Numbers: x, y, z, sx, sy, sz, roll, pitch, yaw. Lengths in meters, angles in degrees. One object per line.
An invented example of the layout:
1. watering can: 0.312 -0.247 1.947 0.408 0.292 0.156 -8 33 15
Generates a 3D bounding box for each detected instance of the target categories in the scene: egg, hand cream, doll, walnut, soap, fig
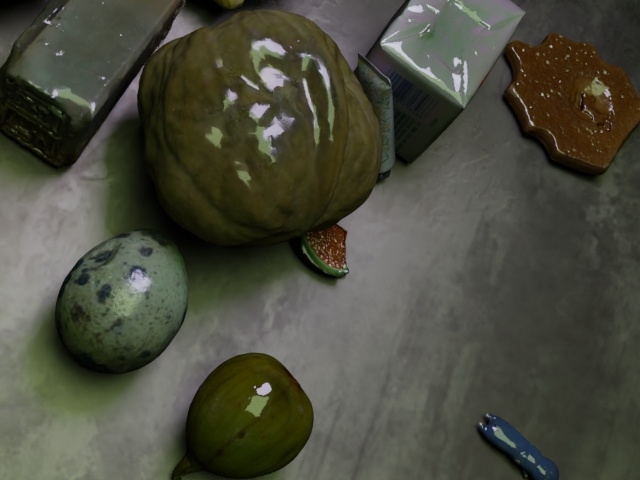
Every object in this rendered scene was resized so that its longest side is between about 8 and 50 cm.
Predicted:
1. egg: -0.219 0.066 1.570 0.141 0.141 0.181 35 59 -7
2. hand cream: 0.069 -0.147 1.721 0.042 0.194 0.067 -28 55 -15
3. doll: 0.250 0.265 1.747 0.125 0.027 0.037 42 64 -1
4. walnut: -0.074 -0.130 1.621 0.253 0.282 0.277 -26 75 15
5. soap: 0.136 -0.229 1.764 0.138 0.199 0.182 35 64 -4
6. fig: -0.098 0.215 1.592 0.148 0.186 0.142 57 18 -18

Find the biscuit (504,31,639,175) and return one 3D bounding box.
1. biscuit: 0.339 -0.200 1.920 0.215 0.034 0.182 41 64 -2

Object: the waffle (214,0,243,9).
1. waffle: -0.102 -0.425 1.768 0.291 0.051 0.291 -3 74 9

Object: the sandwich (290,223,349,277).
1. sandwich: 0.000 0.004 1.737 0.101 0.026 0.069 37 60 -9

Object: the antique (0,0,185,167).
1. antique: -0.266 -0.241 1.649 0.125 0.150 0.284 34 63 -6
